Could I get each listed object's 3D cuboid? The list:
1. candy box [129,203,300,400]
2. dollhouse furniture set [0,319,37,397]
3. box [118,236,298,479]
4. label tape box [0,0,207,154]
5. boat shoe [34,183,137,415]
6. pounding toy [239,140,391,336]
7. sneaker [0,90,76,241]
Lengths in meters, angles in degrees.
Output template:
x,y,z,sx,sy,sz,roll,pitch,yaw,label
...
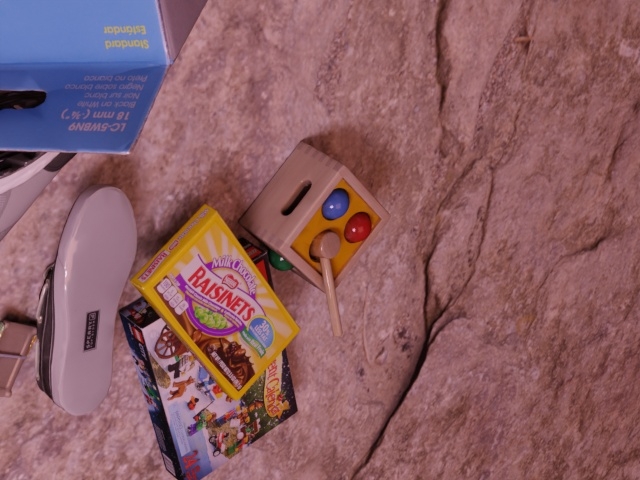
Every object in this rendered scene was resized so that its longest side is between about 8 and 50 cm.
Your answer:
x,y,z,sx,sy,sz,roll,pitch,yaw,label
-0.099,0.065,1.258,0.105,0.027,0.206,-49,137,-16,candy box
-0.324,0.095,1.130,0.076,0.058,0.151,-67,158,-1,dollhouse furniture set
-0.112,0.131,1.340,0.159,0.044,0.233,-32,133,-27,box
-0.177,-0.215,0.820,0.106,0.240,0.334,65,37,-46,label tape box
-0.226,0.049,1.157,0.077,0.070,0.219,-4,111,-47,boat shoe
0.000,0.000,1.327,0.141,0.100,0.130,-53,138,-6,pounding toy
-0.297,-0.023,1.038,0.271,0.100,0.108,-41,144,-10,sneaker
